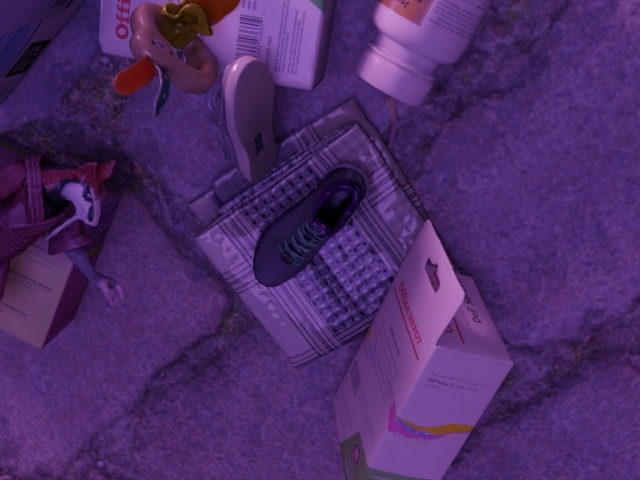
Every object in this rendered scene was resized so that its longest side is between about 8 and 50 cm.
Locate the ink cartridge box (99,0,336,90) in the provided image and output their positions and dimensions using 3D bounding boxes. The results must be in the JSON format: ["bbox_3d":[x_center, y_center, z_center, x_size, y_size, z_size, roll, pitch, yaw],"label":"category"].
[{"bbox_3d":[-0.127,-0.331,1.037,0.289,0.121,0.211,12,111,4],"label":"ink cartridge box"}]

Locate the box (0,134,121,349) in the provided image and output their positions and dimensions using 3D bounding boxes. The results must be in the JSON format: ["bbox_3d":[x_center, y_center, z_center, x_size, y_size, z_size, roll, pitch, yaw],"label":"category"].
[{"bbox_3d":[-0.456,0.001,1.203,0.213,0.117,0.243,26,111,0],"label":"box"}]

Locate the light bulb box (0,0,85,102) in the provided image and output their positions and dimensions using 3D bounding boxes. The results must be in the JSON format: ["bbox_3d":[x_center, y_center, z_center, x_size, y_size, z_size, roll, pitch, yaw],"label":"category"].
[{"bbox_3d":[-0.471,-0.331,0.963,0.225,0.361,0.358,45,109,-7],"label":"light bulb box"}]

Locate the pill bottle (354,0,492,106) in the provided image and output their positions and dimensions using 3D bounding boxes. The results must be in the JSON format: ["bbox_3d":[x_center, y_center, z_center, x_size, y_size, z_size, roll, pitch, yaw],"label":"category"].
[{"bbox_3d":[0.139,-0.295,1.005,0.131,0.131,0.229,28,110,-2],"label":"pill bottle"}]

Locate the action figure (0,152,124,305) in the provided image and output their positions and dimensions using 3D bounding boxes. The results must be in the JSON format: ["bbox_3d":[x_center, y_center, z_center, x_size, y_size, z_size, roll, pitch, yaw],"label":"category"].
[{"bbox_3d":[-0.433,-0.020,1.069,0.370,0.248,0.276,-32,59,5],"label":"action figure"}]

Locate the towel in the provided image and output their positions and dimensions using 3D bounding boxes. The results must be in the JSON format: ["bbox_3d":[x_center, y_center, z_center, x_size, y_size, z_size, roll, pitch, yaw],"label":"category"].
[{"bbox_3d":[0.000,0.000,1.167,0.312,0.056,0.324,-31,101,17],"label":"towel"}]

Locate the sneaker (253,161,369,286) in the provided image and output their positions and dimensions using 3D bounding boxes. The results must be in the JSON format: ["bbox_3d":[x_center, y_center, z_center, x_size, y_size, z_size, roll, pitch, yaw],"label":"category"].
[{"bbox_3d":[-0.023,-0.014,1.093,0.083,0.098,0.224,38,107,-8],"label":"sneaker"}]

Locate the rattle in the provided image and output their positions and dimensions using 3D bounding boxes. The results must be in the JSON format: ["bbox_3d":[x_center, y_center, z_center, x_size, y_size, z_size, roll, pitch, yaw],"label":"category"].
[{"bbox_3d":[-0.146,-0.233,0.901,0.142,0.200,0.130,-20,106,16],"label":"rattle"}]

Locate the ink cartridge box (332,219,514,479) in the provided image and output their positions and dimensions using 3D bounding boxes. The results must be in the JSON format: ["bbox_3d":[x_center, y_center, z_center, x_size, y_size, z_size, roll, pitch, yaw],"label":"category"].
[{"bbox_3d":[0.143,0.173,1.095,0.119,0.207,0.354,16,118,-16],"label":"ink cartridge box"}]

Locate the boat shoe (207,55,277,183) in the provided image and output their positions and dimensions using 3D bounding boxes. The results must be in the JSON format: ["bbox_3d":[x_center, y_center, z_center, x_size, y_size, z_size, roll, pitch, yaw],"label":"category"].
[{"bbox_3d":[-0.110,-0.161,1.032,0.081,0.079,0.227,33,156,18],"label":"boat shoe"}]
